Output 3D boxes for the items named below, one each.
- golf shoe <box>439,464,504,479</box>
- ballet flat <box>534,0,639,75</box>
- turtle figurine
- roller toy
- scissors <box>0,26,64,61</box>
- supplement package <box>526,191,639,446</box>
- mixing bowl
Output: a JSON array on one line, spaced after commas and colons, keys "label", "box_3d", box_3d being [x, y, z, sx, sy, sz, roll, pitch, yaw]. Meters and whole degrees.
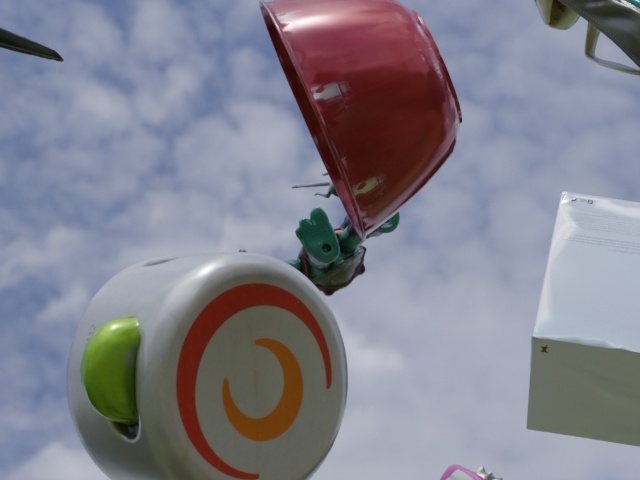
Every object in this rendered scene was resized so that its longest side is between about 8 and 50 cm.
[{"label": "golf shoe", "box_3d": [0.186, 0.310, 1.400, 0.140, 0.306, 0.115, -50, -38, 2]}, {"label": "ballet flat", "box_3d": [0.203, -0.179, 1.278, 0.072, 0.213, 0.068, -6, -53, -45]}, {"label": "turtle figurine", "box_3d": [0.000, 0.000, 1.815, 0.118, 0.175, 0.234, 47, -19, -5]}, {"label": "roller toy", "box_3d": [-0.088, 0.107, 1.277, 0.146, 0.191, 0.209, -3, -52, 51]}, {"label": "scissors", "box_3d": [-0.356, -0.192, 1.416, 0.297, 0.109, 0.021, 35, -11, -35]}, {"label": "supplement package", "box_3d": [0.317, 0.083, 1.680, 0.194, 0.203, 0.149, 9, -42, 11]}, {"label": "mixing bowl", "box_3d": [0.037, -0.100, 1.164, 0.098, 0.181, 0.181, -23, -43, -1]}]
